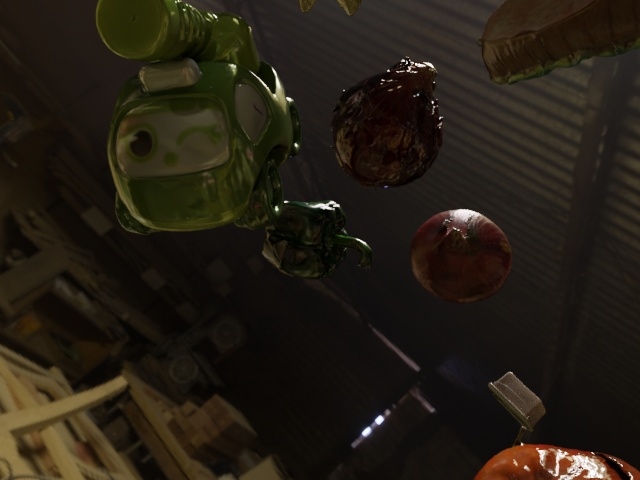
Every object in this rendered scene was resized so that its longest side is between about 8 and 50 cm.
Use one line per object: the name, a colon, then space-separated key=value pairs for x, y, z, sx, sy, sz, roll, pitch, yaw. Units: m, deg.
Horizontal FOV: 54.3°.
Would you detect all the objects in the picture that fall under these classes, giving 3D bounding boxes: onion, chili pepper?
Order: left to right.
chili pepper: x=0.000 y=0.000 z=1.357 sx=0.261 sy=0.173 sz=0.165 roll=10 pitch=15 yaw=19
onion: x=0.125 y=-0.215 z=1.257 sx=0.221 sy=0.280 sz=0.281 roll=22 pitch=-9 yaw=-5
onion: x=0.337 y=0.038 z=1.522 sx=0.248 sy=0.248 sz=0.161 roll=46 pitch=20 yaw=12

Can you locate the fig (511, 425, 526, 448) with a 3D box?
fig: x=0.367 y=0.402 z=1.133 sx=0.089 sy=0.089 sz=0.125 roll=104 pitch=-27 yaw=-77

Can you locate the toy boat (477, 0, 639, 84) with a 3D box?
toy boat: x=0.287 y=-0.229 z=0.643 sx=0.099 sy=0.108 sz=0.293 roll=28 pitch=-15 yaw=-39

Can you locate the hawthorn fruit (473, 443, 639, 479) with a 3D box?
hawthorn fruit: x=0.314 y=0.401 z=0.749 sx=0.307 sy=0.276 sz=0.276 roll=48 pitch=-10 yaw=-26

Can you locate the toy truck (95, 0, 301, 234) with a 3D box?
toy truck: x=-0.104 y=-0.119 z=0.529 sx=0.187 sy=0.148 sz=0.210 roll=-69 pitch=152 yaw=-60

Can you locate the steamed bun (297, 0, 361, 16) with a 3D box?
steamed bun: x=0.025 y=-0.385 z=0.633 sx=0.428 sy=0.247 sz=0.189 roll=-2 pitch=-10 yaw=34

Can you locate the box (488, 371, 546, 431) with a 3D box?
box: x=0.443 y=0.358 z=1.400 sx=0.122 sy=0.062 sz=0.089 roll=46 pitch=-5 yaw=41
